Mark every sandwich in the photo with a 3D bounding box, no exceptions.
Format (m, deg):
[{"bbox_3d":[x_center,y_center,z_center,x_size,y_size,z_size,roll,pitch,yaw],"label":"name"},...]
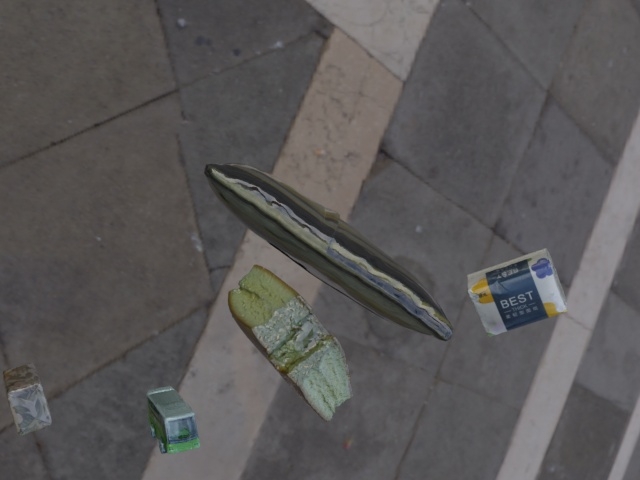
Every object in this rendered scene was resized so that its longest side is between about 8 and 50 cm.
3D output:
[{"bbox_3d":[-0.038,0.144,1.193,0.090,0.088,0.244,-38,89,-17],"label":"sandwich"}]

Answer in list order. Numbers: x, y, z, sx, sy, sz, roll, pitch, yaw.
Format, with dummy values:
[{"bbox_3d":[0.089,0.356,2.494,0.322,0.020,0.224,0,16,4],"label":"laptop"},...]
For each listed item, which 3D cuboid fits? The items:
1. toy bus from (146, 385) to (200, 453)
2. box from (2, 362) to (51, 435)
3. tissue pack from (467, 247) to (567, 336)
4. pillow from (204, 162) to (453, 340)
[{"bbox_3d":[-0.121,0.147,0.686,0.031,0.083,0.037,-7,97,-21],"label":"toy bus"},{"bbox_3d":[-0.370,0.198,1.062,0.044,0.098,0.062,-16,104,-20],"label":"box"},{"bbox_3d":[0.190,0.052,0.816,0.042,0.083,0.062,-77,145,-61],"label":"tissue pack"},{"bbox_3d":[0.000,0.000,0.671,0.208,0.212,0.052,36,92,-6],"label":"pillow"}]
